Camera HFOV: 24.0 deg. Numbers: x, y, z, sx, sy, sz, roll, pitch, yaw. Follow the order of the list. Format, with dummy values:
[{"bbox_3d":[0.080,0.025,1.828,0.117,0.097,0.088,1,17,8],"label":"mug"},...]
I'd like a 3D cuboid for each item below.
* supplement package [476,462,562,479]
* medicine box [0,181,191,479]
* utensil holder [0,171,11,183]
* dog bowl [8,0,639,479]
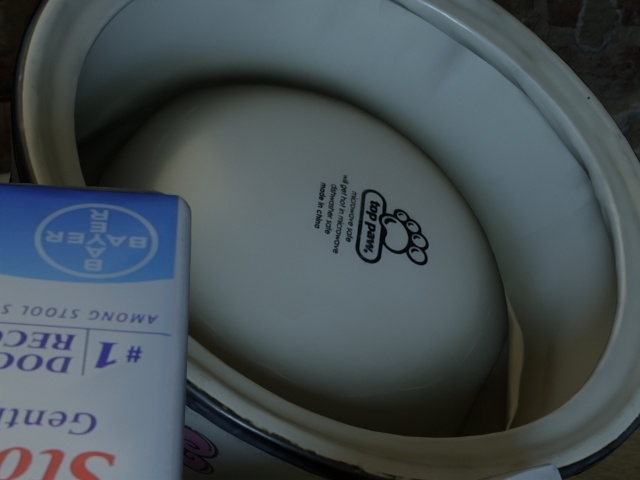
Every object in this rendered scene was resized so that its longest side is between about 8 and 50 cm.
[{"bbox_3d":[-0.003,0.207,0.665,0.203,0.149,0.194,-25,-12,39],"label":"supplement package"},{"bbox_3d":[-0.177,0.115,0.469,0.264,0.149,0.289,4,37,-6],"label":"medicine box"},{"bbox_3d":[-0.158,0.101,1.048,0.385,0.327,0.328,-11,14,-38],"label":"utensil holder"},{"bbox_3d":[0.000,0.000,0.897,0.408,0.408,0.150,-8,-32,-34],"label":"dog bowl"}]
